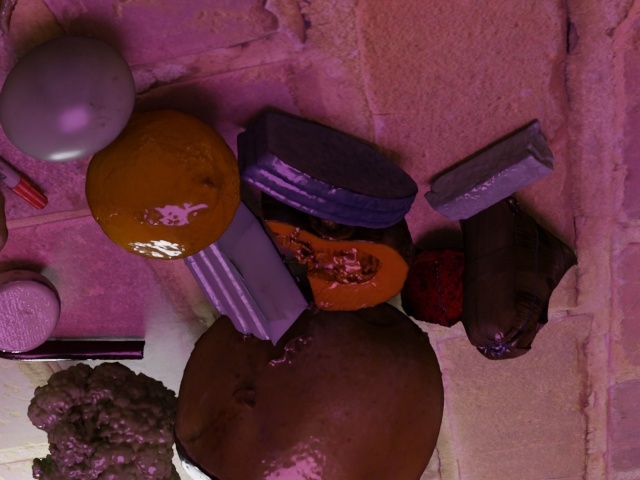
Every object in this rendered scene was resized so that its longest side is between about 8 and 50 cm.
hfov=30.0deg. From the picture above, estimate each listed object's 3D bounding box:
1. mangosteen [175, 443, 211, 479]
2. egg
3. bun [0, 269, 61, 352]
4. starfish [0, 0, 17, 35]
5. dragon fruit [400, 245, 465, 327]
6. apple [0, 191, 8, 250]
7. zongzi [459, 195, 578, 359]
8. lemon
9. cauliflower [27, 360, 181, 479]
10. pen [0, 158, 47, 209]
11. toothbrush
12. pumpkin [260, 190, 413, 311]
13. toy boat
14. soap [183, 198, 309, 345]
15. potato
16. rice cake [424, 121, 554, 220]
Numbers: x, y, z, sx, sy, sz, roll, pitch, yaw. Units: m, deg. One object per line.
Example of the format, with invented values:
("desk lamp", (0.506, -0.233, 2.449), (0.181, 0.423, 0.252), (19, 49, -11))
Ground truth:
("mangosteen", (-0.180, 0.361, 2.240), (0.209, 0.210, 0.210), (-4, 145, -3))
("egg", (-0.319, -0.175, 1.496), (0.192, 0.149, 0.149), (-24, 141, 28))
("bun", (-0.491, 0.105, 1.925), (0.138, 0.094, 0.138), (-10, 115, -23))
("starfish", (-0.309, -0.354, 1.305), (0.357, 0.078, 0.347), (16, 139, -27))
("dragon fruit", (0.202, 0.053, 1.970), (0.127, 0.120, 0.161), (17, 133, 43))
("apple", (-0.536, -0.023, 1.658), (0.200, 0.200, 0.200), (-4, 145, -3))
("zongzi", (0.331, 0.090, 1.885), (0.125, 0.251, 0.274), (-15, 149, 39))
("lemon", (-0.211, -0.075, 1.601), (0.204, 0.204, 0.260), (22, 172, -34))
("cauliflower", (-0.394, 0.362, 2.130), (0.281, 0.260, 0.327), (-31, 111, 36))
("pen", (-0.465, -0.113, 1.671), (0.028, 0.028, 0.239), (-20, 142, 20))
("toothbrush", (-0.491, 0.194, 2.094), (0.364, 0.041, 0.041), (0, 145, -8))
("pumpkin", (0.000, -0.001, 1.803), (0.280, 0.139, 0.190), (15, 140, -24))
("toy boat", (0.017, -0.091, 1.686), (0.283, 0.127, 0.078), (18, 132, -27))
("soap", (-0.123, 0.037, 1.782), (0.145, 0.091, 0.230), (14, 143, 44))
("potato", (0.000, 0.224, 1.988), (0.442, 0.385, 0.319), (7, 109, -32))
("rice cake", (0.254, -0.094, 1.768), (0.206, 0.063, 0.069), (-28, 141, 29))
